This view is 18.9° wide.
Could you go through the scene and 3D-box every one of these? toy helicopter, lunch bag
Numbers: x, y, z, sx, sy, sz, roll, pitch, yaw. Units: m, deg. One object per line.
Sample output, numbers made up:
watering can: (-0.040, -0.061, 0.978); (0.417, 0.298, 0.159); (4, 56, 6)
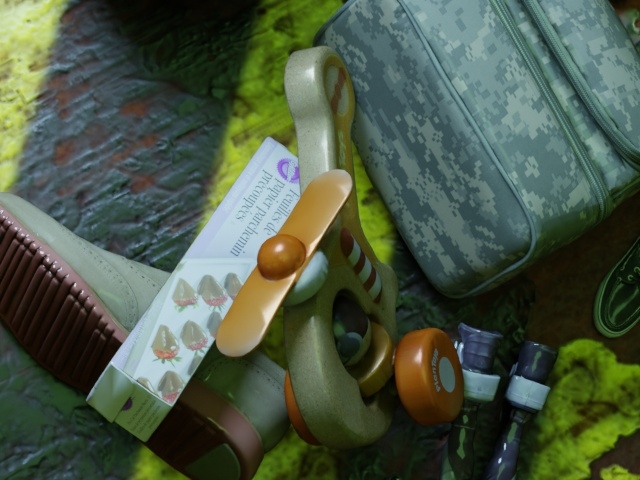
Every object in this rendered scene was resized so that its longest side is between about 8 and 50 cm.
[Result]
toy helicopter: (0.000, 0.000, 1.635); (0.140, 0.235, 0.355); (-13, 73, 27)
lunch bag: (0.175, -0.138, 1.744); (0.256, 0.212, 0.305); (-27, 85, -30)

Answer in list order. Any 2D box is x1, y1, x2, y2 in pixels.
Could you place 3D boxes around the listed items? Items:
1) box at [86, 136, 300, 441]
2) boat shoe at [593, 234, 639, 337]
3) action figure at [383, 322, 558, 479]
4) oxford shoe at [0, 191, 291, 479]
box: (-0.095, 0.036, 1.651); (0.063, 0.067, 0.324); (35, 46, -4)
boat shoe: (0.303, 0.027, 1.808); (0.049, 0.040, 0.142); (34, 76, -2)
action figure: (0.137, 0.225, 1.720); (0.185, 0.099, 0.285); (18, 81, -12)
oxford shoe: (-0.168, 0.070, 1.706); (0.348, 0.123, 0.130); (43, 50, 2)
